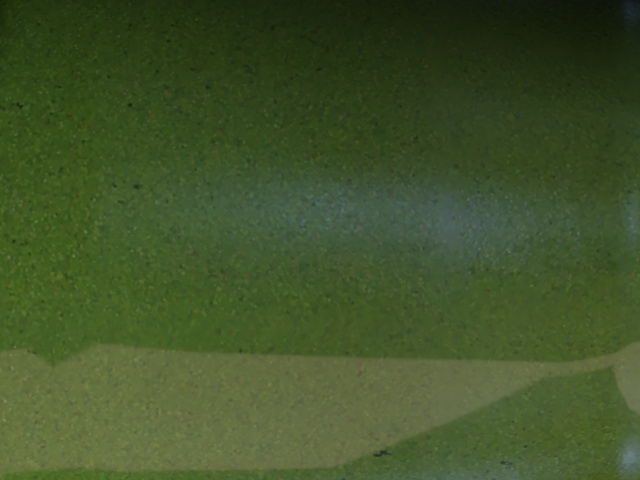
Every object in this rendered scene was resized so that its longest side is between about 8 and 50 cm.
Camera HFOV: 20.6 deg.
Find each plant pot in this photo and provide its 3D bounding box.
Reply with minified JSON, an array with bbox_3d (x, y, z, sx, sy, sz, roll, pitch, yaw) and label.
[{"bbox_3d":[0.000,0.000,0.772,0.353,0.366,0.366,0,143,8],"label":"plant pot"}]
